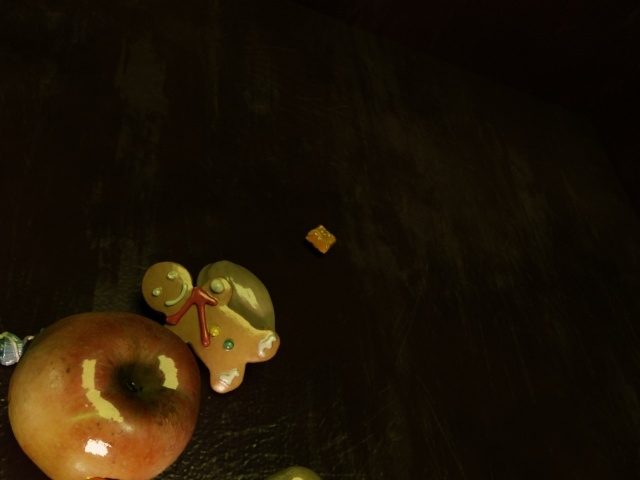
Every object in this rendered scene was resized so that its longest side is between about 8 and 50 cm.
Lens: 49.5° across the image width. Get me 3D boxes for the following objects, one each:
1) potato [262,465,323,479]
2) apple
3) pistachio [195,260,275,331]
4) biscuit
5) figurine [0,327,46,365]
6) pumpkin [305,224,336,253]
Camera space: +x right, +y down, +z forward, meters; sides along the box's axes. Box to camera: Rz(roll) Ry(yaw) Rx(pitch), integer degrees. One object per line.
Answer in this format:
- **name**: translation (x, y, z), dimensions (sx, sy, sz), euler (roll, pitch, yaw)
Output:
- **potato**: translation (-0.044, 0.553, 1.402), dimensions (0.157, 0.157, 0.194), euler (-19, 79, -42)
- **apple**: translation (-0.404, 0.303, 1.286), dimensions (0.338, 0.305, 0.338), euler (29, 41, -29)
- **pistachio**: translation (-0.199, 0.150, 1.670), dimensions (0.238, 0.138, 0.153), euler (44, 68, 0)
- **biscuit**: translation (-0.270, 0.182, 1.568), dimensions (0.216, 0.047, 0.340), euler (-42, 89, -9)
- **figurine**: translation (-0.597, 0.218, 1.390), dimensions (0.136, 0.079, 0.077), euler (3, 93, -37)
- **pumpkin**: translation (0.000, 0.000, 1.993), dimensions (0.074, 0.054, 0.083), euler (45, 21, 4)
